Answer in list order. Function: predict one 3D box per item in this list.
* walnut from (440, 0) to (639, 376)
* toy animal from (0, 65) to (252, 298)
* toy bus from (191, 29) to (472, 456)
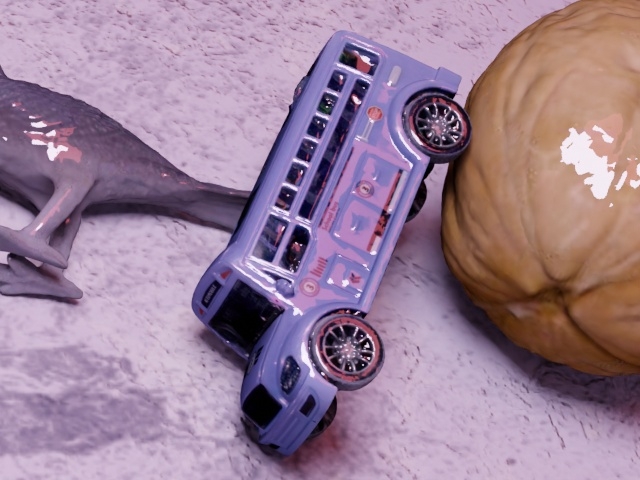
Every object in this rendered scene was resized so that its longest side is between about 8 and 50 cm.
[{"bbox_3d":[0.233,-0.043,1.504,0.277,0.252,0.313,30,45,5],"label":"walnut"},{"bbox_3d":[-0.180,-0.046,1.438,0.367,0.081,0.206,29,47,-5],"label":"toy animal"},{"bbox_3d":[0.000,0.000,1.404,0.133,0.125,0.292,26,61,-5],"label":"toy bus"}]
